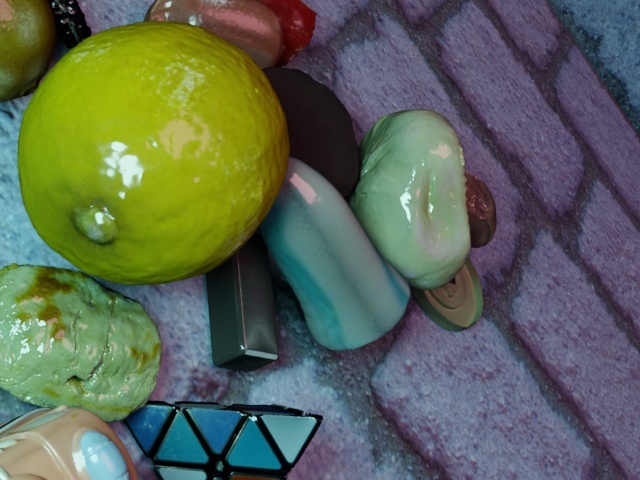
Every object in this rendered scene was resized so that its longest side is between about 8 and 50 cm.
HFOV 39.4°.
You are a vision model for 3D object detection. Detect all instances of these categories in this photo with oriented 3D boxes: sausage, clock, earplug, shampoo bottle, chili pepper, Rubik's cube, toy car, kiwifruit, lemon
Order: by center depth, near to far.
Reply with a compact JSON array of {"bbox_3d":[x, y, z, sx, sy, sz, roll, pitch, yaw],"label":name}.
[{"bbox_3d":[-0.307,0.281,0.939,0.270,0.212,0.180,-30,90,-53],"label":"toy car"},{"bbox_3d":[-0.231,-0.100,1.164,0.364,0.364,0.364,27,49,-35],"label":"lemon"},{"bbox_3d":[-0.448,-0.290,1.165,0.234,0.196,0.196,58,37,-11],"label":"kiwifruit"},{"bbox_3d":[-0.100,0.308,1.273,0.234,0.284,0.249,-38,124,-73],"label":"Rubik's cube"},{"bbox_3d":[-0.125,0.075,1.384,0.080,0.079,0.246,18,54,-42],"label":"shampoo bottle"},{"bbox_3d":[0.000,0.000,1.409,0.324,0.185,0.185,60,33,-34],"label":"earplug"},{"bbox_3d":[-0.177,-0.363,1.538,0.255,0.148,0.148,13,56,-22],"label":"sausage"},{"bbox_3d":[-0.166,-0.455,1.636,0.338,0.135,0.131,34,59,-32],"label":"chili pepper"},{"bbox_3d":[0.260,0.076,1.859,0.235,0.029,0.234,27,49,-36],"label":"clock"}]

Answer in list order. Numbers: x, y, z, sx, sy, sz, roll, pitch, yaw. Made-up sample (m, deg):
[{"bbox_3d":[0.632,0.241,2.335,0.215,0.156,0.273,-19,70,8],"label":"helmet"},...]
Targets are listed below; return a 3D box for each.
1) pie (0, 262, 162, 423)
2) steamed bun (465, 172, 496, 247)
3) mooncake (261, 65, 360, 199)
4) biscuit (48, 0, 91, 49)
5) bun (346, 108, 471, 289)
[{"bbox_3d":[-0.312,0.115,1.128,0.248,0.090,0.201,24,47,-28],"label":"pie"},{"bbox_3d":[0.315,-0.080,1.958,0.175,0.106,0.144,33,46,-28],"label":"steamed bun"},{"bbox_3d":[-0.072,-0.158,1.546,0.283,0.141,0.282,17,60,-33],"label":"mooncake"},{"bbox_3d":[-0.394,-0.369,1.306,0.053,0.194,0.194,-27,88,-9],"label":"biscuit"},{"bbox_3d":[0.152,-0.077,1.643,0.213,0.361,0.361,-5,63,-3],"label":"bun"}]
